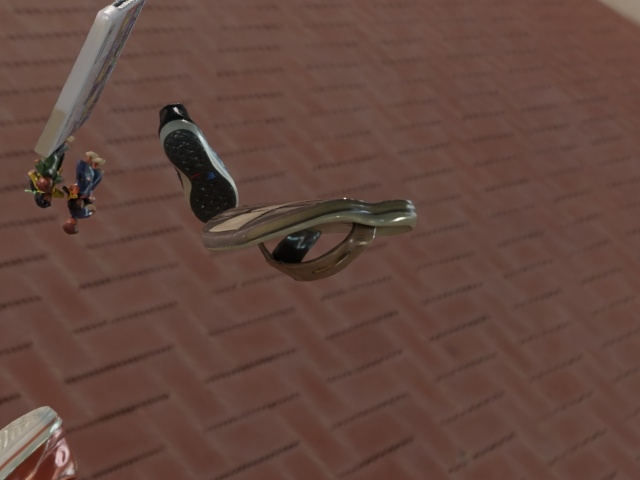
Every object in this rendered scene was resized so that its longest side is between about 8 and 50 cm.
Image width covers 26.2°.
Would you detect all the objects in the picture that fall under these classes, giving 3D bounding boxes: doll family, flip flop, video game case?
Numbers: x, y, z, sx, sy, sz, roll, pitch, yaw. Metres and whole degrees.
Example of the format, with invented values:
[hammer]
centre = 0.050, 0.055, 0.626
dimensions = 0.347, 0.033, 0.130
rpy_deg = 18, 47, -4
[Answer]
[doll family]
centre = -0.373, -0.080, 2.021
dimensions = 0.076, 0.111, 0.193
rpy_deg = 2, -20, 34
[flip flop]
centre = 0.000, 0.000, 1.364
dimensions = 0.112, 0.080, 0.277
rpy_deg = -2, 0, 37
[video game case]
centre = -0.287, -0.216, 1.734
dimensions = 0.023, 0.201, 0.183
rpy_deg = 28, 21, -3

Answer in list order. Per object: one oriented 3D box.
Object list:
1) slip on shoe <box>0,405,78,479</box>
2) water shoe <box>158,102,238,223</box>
[slip on shoe]
centre = -0.370, 0.305, 1.466
dimensions = 0.101, 0.123, 0.331
rpy_deg = 59, 38, -12
[water shoe]
centre = -0.166, -0.108, 1.902
dimensions = 0.073, 0.203, 0.080
rpy_deg = -18, 48, 2
